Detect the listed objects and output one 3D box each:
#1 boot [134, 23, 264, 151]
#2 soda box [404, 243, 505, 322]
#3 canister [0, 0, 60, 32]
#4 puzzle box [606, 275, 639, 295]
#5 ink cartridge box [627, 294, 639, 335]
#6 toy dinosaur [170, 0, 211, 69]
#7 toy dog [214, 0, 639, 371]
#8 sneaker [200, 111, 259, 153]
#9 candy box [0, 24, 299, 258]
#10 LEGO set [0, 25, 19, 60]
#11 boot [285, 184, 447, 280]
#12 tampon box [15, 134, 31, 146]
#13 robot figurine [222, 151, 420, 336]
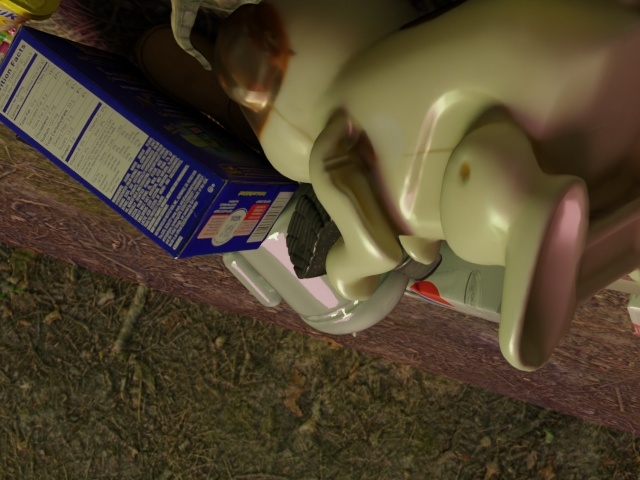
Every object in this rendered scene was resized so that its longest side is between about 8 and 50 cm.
[{"bbox_3d":[-0.078,-0.165,1.265,0.236,0.089,0.269,31,179,-27],"label":"boot"},{"bbox_3d":[0.207,0.054,1.715,0.286,0.098,0.091,16,170,47],"label":"soda box"},{"bbox_3d":[-0.397,-0.306,1.319,0.126,0.073,0.170,27,164,-33],"label":"canister"},{"bbox_3d":[0.334,0.005,1.502,0.272,0.052,0.409,23,176,-19],"label":"puzzle box"},{"bbox_3d":[0.589,0.106,1.660,0.217,0.092,0.158,12,165,25],"label":"ink cartridge box"},{"bbox_3d":[-0.146,-0.277,1.104,0.118,0.064,0.268,41,154,9],"label":"toy dinosaur"},{"bbox_3d":[0.088,-0.119,0.990,0.408,0.284,0.395,21,131,38],"label":"toy dog"},{"bbox_3d":[-0.166,-0.119,1.691,0.121,0.108,0.302,10,156,29],"label":"sneaker"},{"bbox_3d":[-0.215,-0.117,1.359,0.317,0.122,0.268,38,-168,13],"label":"candy box"},{"bbox_3d":[-0.523,-0.279,1.491,0.287,0.107,0.132,19,165,-7],"label":"LEGO set"},{"bbox_3d":[0.102,-0.080,1.430,0.222,0.118,0.338,-1,141,-25],"label":"boot"},{"bbox_3d":[-0.345,-0.176,1.635,0.161,0.120,0.101,27,162,-33],"label":"tampon box"},{"bbox_3d":[0.000,0.000,1.628,0.300,0.200,0.353,-26,120,28],"label":"robot figurine"}]
